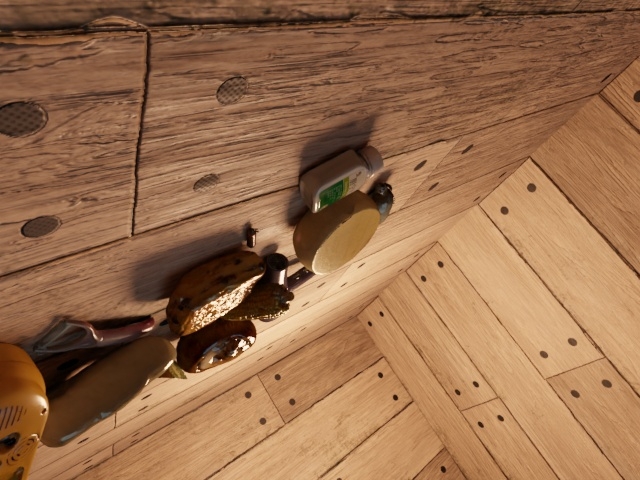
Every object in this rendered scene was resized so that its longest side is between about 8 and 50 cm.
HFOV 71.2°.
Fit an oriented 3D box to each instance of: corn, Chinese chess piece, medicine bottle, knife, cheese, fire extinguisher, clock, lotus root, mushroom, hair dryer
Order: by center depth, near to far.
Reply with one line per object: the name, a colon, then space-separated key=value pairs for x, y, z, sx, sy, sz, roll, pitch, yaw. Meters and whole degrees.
clock: x=-0.614 y=0.335 z=0.773 sx=0.316 sy=0.200 sz=0.244 roll=-58 pitch=158 yaw=12
medicine bottle: x=0.046 y=-0.139 z=0.974 sx=0.183 sy=0.069 sz=0.119 roll=-31 pitch=161 yaw=-14
knife: x=-0.474 y=0.211 z=0.992 sx=0.123 sy=0.053 sz=0.278 roll=-33 pitch=163 yaw=16
fire extinguisher: x=-0.156 y=-0.009 z=1.026 sx=0.028 sy=0.022 sz=0.083 roll=7 pitch=153 yaw=-7
cheese: x=-0.523 y=0.353 z=1.102 sx=0.328 sy=0.129 sz=0.351 roll=-32 pitch=-179 yaw=-32
Chinese chess piece: x=0.042 y=-0.024 z=1.174 sx=0.251 sy=0.097 sz=0.250 roll=-33 pitch=154 yaw=-18
corn: x=-0.188 y=0.174 z=1.236 sx=0.262 sy=0.097 sz=0.097 roll=-13 pitch=173 yaw=25
lotus root: x=0.171 y=-0.106 z=1.295 sx=0.088 sy=0.088 sz=0.165 roll=-25 pitch=151 yaw=-30
mushroom: x=-0.322 y=0.312 z=1.380 sx=0.253 sy=0.153 sz=0.253 roll=-24 pitch=156 yaw=-12
hair dryer: x=-0.065 y=0.090 z=1.406 sx=0.361 sy=0.121 sz=0.301 roll=-35 pitch=158 yaw=-34

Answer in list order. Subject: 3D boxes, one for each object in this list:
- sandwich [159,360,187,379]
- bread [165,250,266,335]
sandwich: x=-0.499 y=0.376 z=1.243 sx=0.187 sy=0.144 sz=0.117 roll=-33 pitch=161 yaw=-7
bread: x=-0.258 y=0.119 z=1.073 sx=0.235 sy=0.099 sz=0.210 roll=-29 pitch=166 yaw=-36
